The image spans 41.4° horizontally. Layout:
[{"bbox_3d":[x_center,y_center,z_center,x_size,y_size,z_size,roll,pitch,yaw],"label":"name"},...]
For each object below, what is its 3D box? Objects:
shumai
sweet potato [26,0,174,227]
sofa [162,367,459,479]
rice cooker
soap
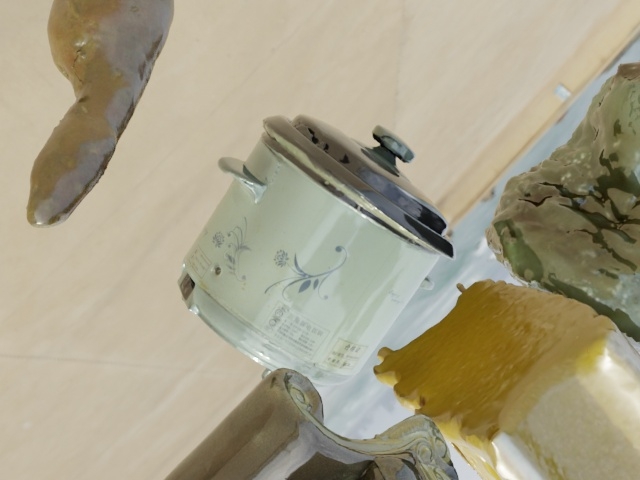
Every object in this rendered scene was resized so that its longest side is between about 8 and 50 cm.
[{"bbox_3d":[0.398,-0.047,0.978,0.397,0.324,0.323,9,110,-46],"label":"shumai"},{"bbox_3d":[-0.134,-0.118,0.526,0.075,0.075,0.269,115,-19,-61],"label":"sweet potato"},{"bbox_3d":[-0.013,0.203,0.382,0.182,0.258,0.200,31,110,-39],"label":"sofa"},{"bbox_3d":[0.000,0.000,0.969,0.316,0.316,0.264,-48,-153,5],"label":"rice cooker"},{"bbox_3d":[0.220,0.203,0.698,0.156,0.335,0.293,-40,-174,-8],"label":"soap"}]
